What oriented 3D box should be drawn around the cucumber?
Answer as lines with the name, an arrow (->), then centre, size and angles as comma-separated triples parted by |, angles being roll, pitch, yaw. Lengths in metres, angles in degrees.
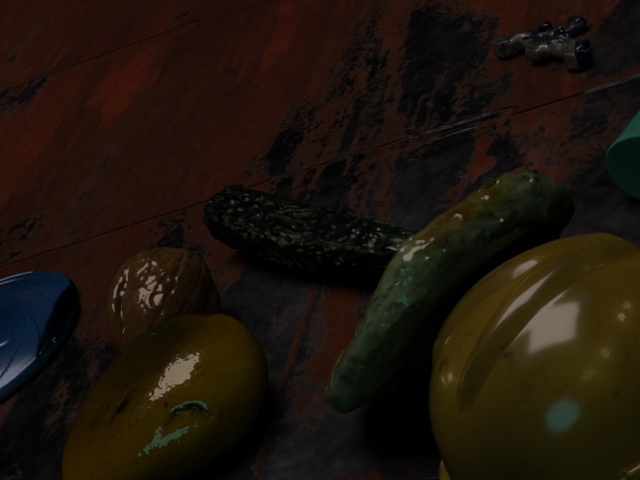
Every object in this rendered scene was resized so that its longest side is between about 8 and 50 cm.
cucumber -> 0.000, 0.000, 1.388 | 0.067, 0.067, 0.293 | -43, 33, -24

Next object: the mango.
mango -> -0.128, 0.138, 1.244 | 0.195, 0.098, 0.137 | -44, 35, -16

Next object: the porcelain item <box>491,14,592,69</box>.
porcelain item -> 0.238, -0.203, 1.553 | 0.075, 0.021, 0.136 | -36, 29, -21

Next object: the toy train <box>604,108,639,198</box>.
toy train -> 0.331, -0.124, 1.270 | 0.159, 0.101, 0.248 | -14, 27, 52

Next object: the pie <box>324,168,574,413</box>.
pie -> 0.088, 0.039, 1.127 | 0.240, 0.054, 0.240 | -38, -16, -12

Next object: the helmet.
helmet -> 0.171, 0.068, 1.030 | 0.257, 0.140, 0.205 | -29, 25, -2

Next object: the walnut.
walnut -> -0.141, 0.062, 1.382 | 0.105, 0.105, 0.124 | -6, 51, 37

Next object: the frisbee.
frisbee -> -0.356, 0.101, 1.570 | 0.242, 0.045, 0.242 | -22, 30, 13
